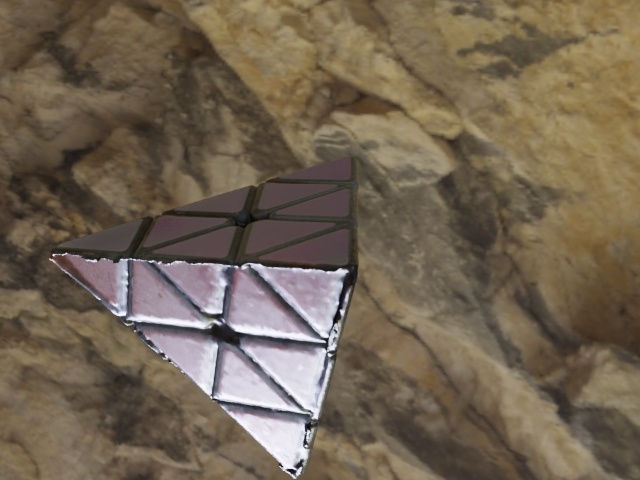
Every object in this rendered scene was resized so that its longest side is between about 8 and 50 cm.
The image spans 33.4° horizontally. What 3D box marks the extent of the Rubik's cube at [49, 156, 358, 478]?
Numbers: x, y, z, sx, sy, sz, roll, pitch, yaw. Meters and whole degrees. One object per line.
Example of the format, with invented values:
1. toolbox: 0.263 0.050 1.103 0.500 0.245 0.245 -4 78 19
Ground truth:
1. Rubik's cube: 0.000 0.000 0.639 0.211 0.190 0.178 46 -127 -17
